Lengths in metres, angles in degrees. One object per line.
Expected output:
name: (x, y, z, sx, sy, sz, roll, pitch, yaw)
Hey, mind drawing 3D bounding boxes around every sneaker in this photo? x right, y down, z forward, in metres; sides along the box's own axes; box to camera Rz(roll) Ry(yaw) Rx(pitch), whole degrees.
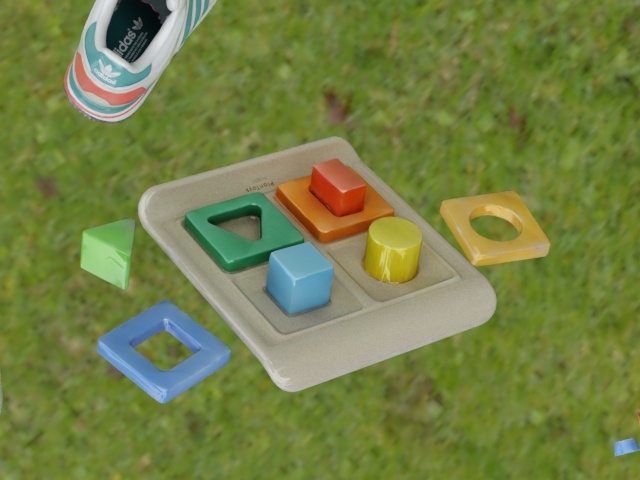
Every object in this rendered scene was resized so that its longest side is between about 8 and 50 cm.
sneaker: (-0.082, -0.140, 0.943, 0.057, 0.161, 0.075, 32, 158, -8)

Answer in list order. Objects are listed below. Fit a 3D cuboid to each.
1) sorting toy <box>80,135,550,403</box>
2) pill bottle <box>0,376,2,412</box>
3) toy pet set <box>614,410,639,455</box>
sorting toy: (0.000, 0.000, 1.178, 0.196, 0.347, 0.047, 49, 143, 36)
pill bottle: (-0.233, 0.022, 0.840, 0.146, 0.146, 0.264, -5, 92, 37)
toy pet set: (0.243, 0.078, 1.036, 0.114, 0.122, 0.065, -23, 77, 41)
